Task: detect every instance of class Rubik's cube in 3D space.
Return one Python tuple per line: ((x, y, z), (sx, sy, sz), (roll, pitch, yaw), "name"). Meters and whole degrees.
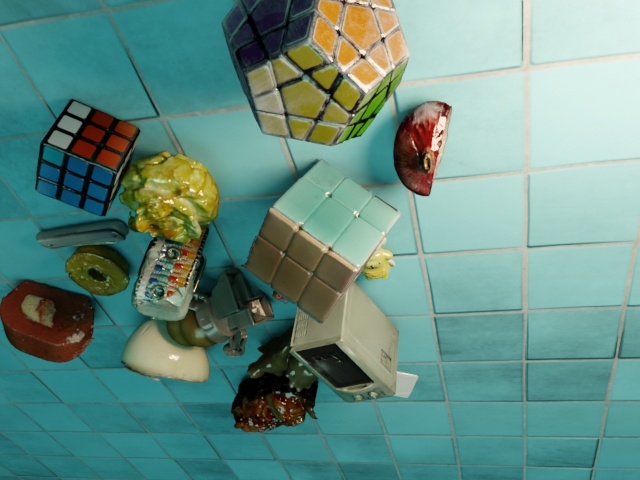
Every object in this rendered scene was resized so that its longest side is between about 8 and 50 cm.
((-0.008, -0.309, 1.021), (0.319, 0.319, 0.264), (10, 110, 0), "Rubik's cube")
((0.000, 0.000, 1.346), (0.225, 0.231, 0.221), (35, 137, 6), "Rubik's cube")
((-0.508, -0.177, 1.333), (0.161, 0.163, 0.162), (23, 138, -14), "Rubik's cube")

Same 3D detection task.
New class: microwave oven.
((0.067, 0.277, 1.663), (0.181, 0.237, 0.295), (-19, 132, 28), "microwave oven")

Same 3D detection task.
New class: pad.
((0.194, 0.465, 2.017), (0.232, 0.004, 0.156), (10, 138, -1), "pad")

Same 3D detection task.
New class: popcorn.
((-0.334, -0.101, 1.371), (0.221, 0.183, 0.204), (25, 134, -35), "popcorn")

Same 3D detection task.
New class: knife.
((-0.632, -0.009, 1.627), (0.266, 0.040, 0.073), (-6, 143, 16), "knife")

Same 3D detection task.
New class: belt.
((-0.367, 0.071, 1.509), (0.150, 0.257, 0.207), (19, 164, -9), "belt")

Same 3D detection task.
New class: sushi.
((-0.140, 0.533, 2.025), (0.196, 0.182, 0.343), (32, 136, -32), "sushi")

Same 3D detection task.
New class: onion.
((0.194, -0.182, 1.222), (0.098, 0.151, 0.205), (17, 123, 13), "onion")

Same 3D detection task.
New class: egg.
((-0.453, 0.330, 1.871), (0.264, 0.174, 0.286), (12, 171, 35), "egg")

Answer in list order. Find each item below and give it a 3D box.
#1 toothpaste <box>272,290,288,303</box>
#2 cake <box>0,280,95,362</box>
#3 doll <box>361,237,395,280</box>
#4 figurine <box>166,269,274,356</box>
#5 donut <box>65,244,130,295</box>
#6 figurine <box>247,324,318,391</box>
((-0.065, 0.099, 1.639), (0.070, 0.044, 0.193), (31, 133, -20), "toothpaste")
((-0.823, 0.249, 1.841), (0.283, 0.177, 0.151), (19, 137, -8), "cake")
((0.127, 0.037, 1.522), (0.106, 0.062, 0.162), (-8, 134, 12), "doll")
((-0.308, 0.212, 1.717), (0.285, 0.167, 0.342), (-27, 105, 24), "figurine")
((-0.616, 0.077, 1.703), (0.162, 0.065, 0.178), (-10, 133, 14), "donut")
((-0.071, 0.363, 1.829), (0.247, 0.177, 0.173), (-38, 102, 26), "figurine")
